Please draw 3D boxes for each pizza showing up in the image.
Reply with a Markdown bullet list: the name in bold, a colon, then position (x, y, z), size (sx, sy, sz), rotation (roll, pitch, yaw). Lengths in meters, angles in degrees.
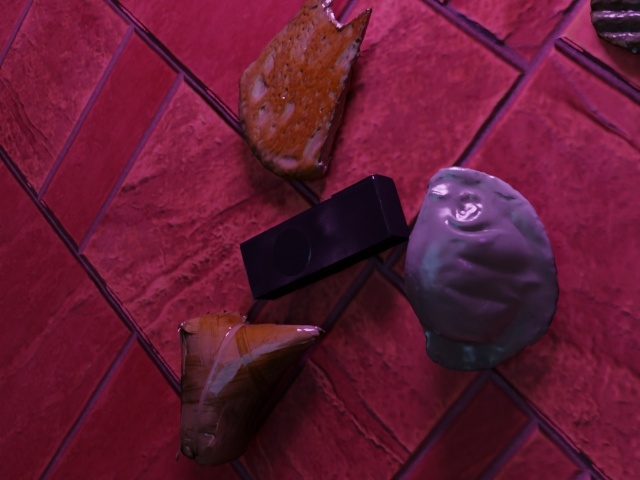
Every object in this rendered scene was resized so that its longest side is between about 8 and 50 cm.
- **pizza**: position (-0.021, -0.211, 1.078), size (0.181, 0.034, 0.262), rotation (33, 105, 32)

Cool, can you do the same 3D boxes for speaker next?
- **speaker**: position (0.000, 0.000, 1.038), size (0.218, 0.044, 0.082), rotation (-25, 72, 32)

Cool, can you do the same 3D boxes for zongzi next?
- **zongzi**: position (-0.086, 0.187, 1.058), size (0.197, 0.099, 0.194), rotation (1, 86, 28)

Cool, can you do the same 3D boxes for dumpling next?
- **dumpling**: position (0.161, 0.030, 0.900), size (0.108, 0.153, 0.219), rotation (-130, 38, -73)

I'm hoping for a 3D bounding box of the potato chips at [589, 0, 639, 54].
- **potato chips**: position (0.360, -0.230, 0.816), size (0.207, 0.028, 0.091), rotation (-1, 87, 37)
